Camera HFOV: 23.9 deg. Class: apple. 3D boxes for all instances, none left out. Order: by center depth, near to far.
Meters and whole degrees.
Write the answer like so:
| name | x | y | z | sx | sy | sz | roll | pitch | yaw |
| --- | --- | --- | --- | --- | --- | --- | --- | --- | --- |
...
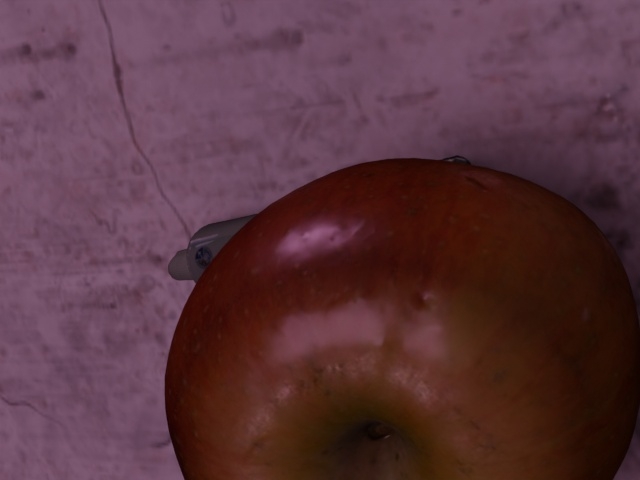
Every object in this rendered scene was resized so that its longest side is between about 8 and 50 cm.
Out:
| name | x | y | z | sx | sy | sz | roll | pitch | yaw |
| --- | --- | --- | --- | --- | --- | --- | --- | --- | --- |
| apple | 0.041 | 0.060 | 0.716 | 0.235 | 0.173 | 0.210 | -19 | 114 | 27 |

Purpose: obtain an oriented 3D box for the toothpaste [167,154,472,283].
| name | x | y | z | sx | sy | sz | roll | pitch | yaw |
| --- | --- | --- | --- | --- | --- | --- | --- | --- | --- |
| toothpaste | 0.000 | 0.000 | 0.823 | 0.218 | 0.041 | 0.064 | -10 | 112 | 38 |
